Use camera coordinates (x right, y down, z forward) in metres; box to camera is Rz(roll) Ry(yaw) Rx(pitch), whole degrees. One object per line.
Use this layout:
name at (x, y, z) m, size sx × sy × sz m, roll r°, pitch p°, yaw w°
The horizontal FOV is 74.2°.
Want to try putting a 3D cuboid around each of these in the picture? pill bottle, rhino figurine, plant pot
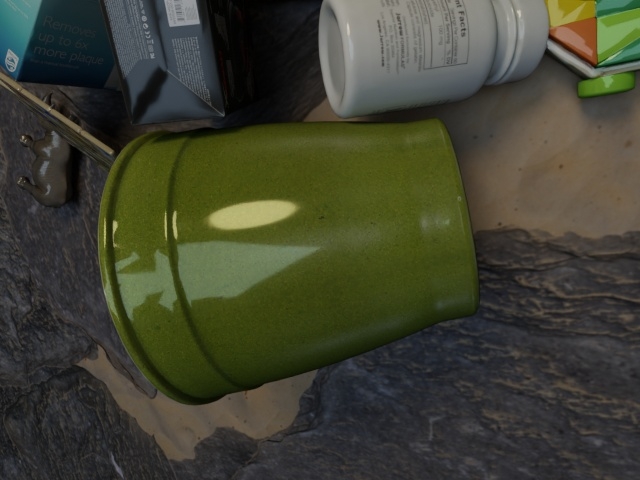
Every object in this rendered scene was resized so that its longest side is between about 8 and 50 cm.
pill bottle at (0.122, -0.219, 0.477) m, size 0.230 × 0.131 × 0.131 m, roll -11°, pitch 102°, yaw -9°
rhino figurine at (-0.543, -0.177, 0.852) m, size 0.106 × 0.073 × 0.243 m, roll 25°, pitch 112°, yaw 19°
plant pot at (0.000, 0.000, 0.544) m, size 0.353 × 0.366 × 0.366 m, roll -11°, pitch 100°, yaw 13°

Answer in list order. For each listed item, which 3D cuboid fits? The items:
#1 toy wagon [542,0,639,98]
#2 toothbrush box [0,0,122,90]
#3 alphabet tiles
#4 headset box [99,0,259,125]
toy wagon at (0.395, -0.302, 0.416) m, size 0.345 × 0.068 × 0.267 m, roll -4°, pitch 103°, yaw 24°
toothbrush box at (-0.342, -0.386, 0.626) m, size 0.126 × 0.216 × 0.295 m, roll 43°, pitch 115°, yaw 7°
alphabet tiles at (-0.354, -0.131, 0.695) m, size 0.343 × 0.285 × 0.011 m, roll 34°, pitch 77°, yaw 11°
headset box at (-0.160, -0.278, 0.545) m, size 0.110 × 0.293 × 0.217 m, roll -5°, pitch 113°, yaw 3°
